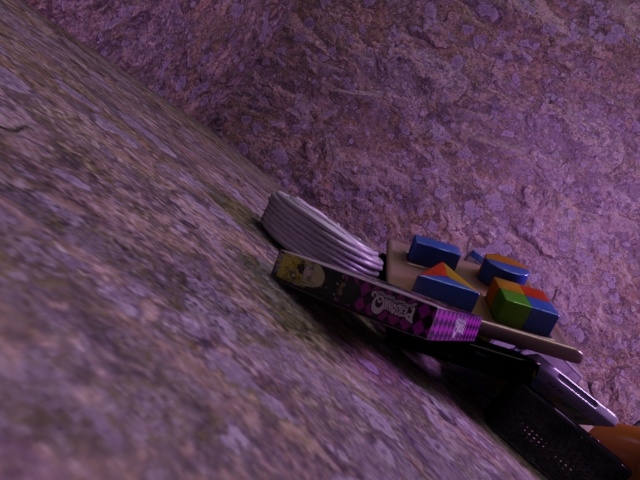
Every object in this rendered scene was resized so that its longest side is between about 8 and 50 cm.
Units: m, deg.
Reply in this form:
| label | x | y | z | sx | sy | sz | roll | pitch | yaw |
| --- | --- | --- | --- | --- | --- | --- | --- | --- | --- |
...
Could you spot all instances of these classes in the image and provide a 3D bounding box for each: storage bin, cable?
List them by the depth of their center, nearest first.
| label | x | y | z | sx | sy | sz | roll | pitch | yaw |
| --- | --- | --- | --- | --- | --- | --- | --- | --- | --- |
| storage bin | 0.351 | 0.301 | 0.690 | 0.180 | 0.084 | 0.122 | 41 | 5 | 21 |
| cable | 0.000 | 0.000 | 0.868 | 0.257 | 0.089 | 0.257 | 32 | 5 | -28 |

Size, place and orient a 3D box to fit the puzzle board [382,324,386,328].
| label | x | y | z | sx | sy | sz | roll | pitch | yaw |
| --- | --- | --- | --- | --- | --- | --- | --- | --- | --- |
| puzzle board | 0.093 | 0.126 | 0.867 | 0.128 | 0.011 | 0.096 | 40 | 5 | 15 |

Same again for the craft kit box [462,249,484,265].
| label | x | y | z | sx | sy | sz | roll | pitch | yaw |
| --- | --- | --- | --- | --- | --- | --- | --- | --- | --- |
| craft kit box | 0.400 | 0.195 | 1.124 | 0.250 | 0.247 | 0.061 | 40 | 2 | 10 |

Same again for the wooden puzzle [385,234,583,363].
| label | x | y | z | sx | sy | sz | roll | pitch | yaw |
| --- | --- | --- | --- | --- | --- | --- | --- | --- | --- |
| wooden puzzle | 0.287 | 0.078 | 0.864 | 0.322 | 0.081 | 0.348 | 16 | 18 | 2 |

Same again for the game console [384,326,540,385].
| label | x | y | z | sx | sy | sz | roll | pitch | yaw |
| --- | --- | --- | --- | --- | --- | --- | --- | --- | --- |
| game console | 0.218 | 0.170 | 0.793 | 0.213 | 0.044 | 0.361 | 16 | -3 | 9 |

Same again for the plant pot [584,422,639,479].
| label | x | y | z | sx | sy | sz | roll | pitch | yaw |
| --- | --- | --- | --- | --- | --- | --- | --- | --- | --- |
| plant pot | 0.562 | 0.405 | 0.765 | 0.205 | 0.205 | 0.188 | 37 | -12 | -13 |

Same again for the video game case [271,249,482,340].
| label | x | y | z | sx | sy | sz | roll | pitch | yaw |
| --- | --- | --- | --- | --- | --- | --- | --- | --- | --- |
| video game case | 0.083 | 0.076 | 0.594 | 0.210 | 0.042 | 0.232 | 19 | -1 | 32 |

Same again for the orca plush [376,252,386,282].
| label | x | y | z | sx | sy | sz | roll | pitch | yaw |
| --- | --- | --- | --- | --- | --- | --- | --- | --- | --- |
| orca plush | 0.121 | 0.075 | 1.020 | 0.151 | 0.102 | 0.287 | 36 | 5 | -31 |

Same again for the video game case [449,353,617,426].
| label | x | y | z | sx | sy | sz | roll | pitch | yaw |
| --- | --- | --- | --- | --- | --- | --- | --- | --- | --- |
| video game case | 0.374 | 0.275 | 0.824 | 0.193 | 0.023 | 0.212 | 38 | -29 | -10 |

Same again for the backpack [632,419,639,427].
| label | x | y | z | sx | sy | sz | roll | pitch | yaw |
| --- | --- | --- | --- | --- | --- | --- | --- | --- | --- |
| backpack | 0.719 | 0.463 | 0.889 | 0.191 | 0.253 | 0.225 | 38 | 5 | -4 |

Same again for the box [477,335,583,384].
| label | x | y | z | sx | sy | sz | roll | pitch | yaw |
| --- | --- | --- | --- | --- | --- | --- | --- | --- | --- |
| box | 0.426 | 0.270 | 1.000 | 0.290 | 0.169 | 0.087 | 41 | 4 | -24 |

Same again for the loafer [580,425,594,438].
| label | x | y | z | sx | sy | sz | roll | pitch | yaw |
| --- | --- | --- | --- | --- | --- | --- | --- | --- | --- |
| loafer | 0.627 | 0.473 | 1.043 | 0.268 | 0.102 | 0.092 | 35 | 12 | -34 |
